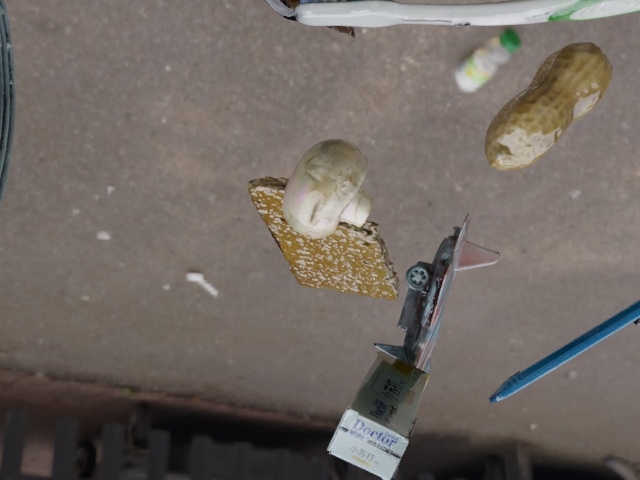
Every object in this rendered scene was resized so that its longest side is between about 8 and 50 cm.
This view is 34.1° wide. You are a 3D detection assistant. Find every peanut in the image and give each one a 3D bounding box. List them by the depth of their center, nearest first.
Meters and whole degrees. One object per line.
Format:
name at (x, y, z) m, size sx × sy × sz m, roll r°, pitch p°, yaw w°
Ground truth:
peanut at (0.267, -0.157, 1.239) m, size 0.193 × 0.089 × 0.089 m, roll -43°, pitch 153°, yaw -8°

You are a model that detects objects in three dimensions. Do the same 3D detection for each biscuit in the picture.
biscuit at (0.010, -0.001, 1.161) m, size 0.131 × 0.026 × 0.237 m, roll 6°, pitch 152°, yaw 18°

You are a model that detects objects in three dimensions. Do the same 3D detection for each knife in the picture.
knife at (0.304, 0.093, 1.094) m, size 0.296 × 0.026 × 0.044 m, roll -31°, pitch 177°, yaw -2°

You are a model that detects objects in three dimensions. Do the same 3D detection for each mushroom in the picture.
mushroom at (0.008, -0.039, 0.818) m, size 0.067 × 0.083 × 0.083 m, roll 26°, pitch 150°, yaw -5°

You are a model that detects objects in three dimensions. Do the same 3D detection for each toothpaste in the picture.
toothpaste at (0.082, 0.220, 1.343) m, size 0.089 × 0.071 × 0.313 m, roll 26°, pitch -169°, yaw 7°

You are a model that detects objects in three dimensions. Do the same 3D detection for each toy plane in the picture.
toy plane at (0.150, 0.113, 1.527) m, size 0.104 × 0.326 × 0.223 m, roll 30°, pitch -178°, yaw 9°

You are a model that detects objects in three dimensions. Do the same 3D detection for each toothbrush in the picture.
toothbrush at (0.140, -0.109, 0.468) m, size 0.304 × 0.030 × 0.030 m, roll 1°, pitch 154°, yaw 2°

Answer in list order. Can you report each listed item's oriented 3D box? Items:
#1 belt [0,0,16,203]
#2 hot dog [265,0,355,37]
belt at (-0.274, -0.114, 0.692) m, size 0.116 × 0.267 × 0.206 m, roll -5°, pitch 140°, yaw 4°
hot dog at (0.033, -0.325, 1.038) m, size 0.107 × 0.326 × 0.194 m, roll -20°, pitch 124°, yaw 31°
